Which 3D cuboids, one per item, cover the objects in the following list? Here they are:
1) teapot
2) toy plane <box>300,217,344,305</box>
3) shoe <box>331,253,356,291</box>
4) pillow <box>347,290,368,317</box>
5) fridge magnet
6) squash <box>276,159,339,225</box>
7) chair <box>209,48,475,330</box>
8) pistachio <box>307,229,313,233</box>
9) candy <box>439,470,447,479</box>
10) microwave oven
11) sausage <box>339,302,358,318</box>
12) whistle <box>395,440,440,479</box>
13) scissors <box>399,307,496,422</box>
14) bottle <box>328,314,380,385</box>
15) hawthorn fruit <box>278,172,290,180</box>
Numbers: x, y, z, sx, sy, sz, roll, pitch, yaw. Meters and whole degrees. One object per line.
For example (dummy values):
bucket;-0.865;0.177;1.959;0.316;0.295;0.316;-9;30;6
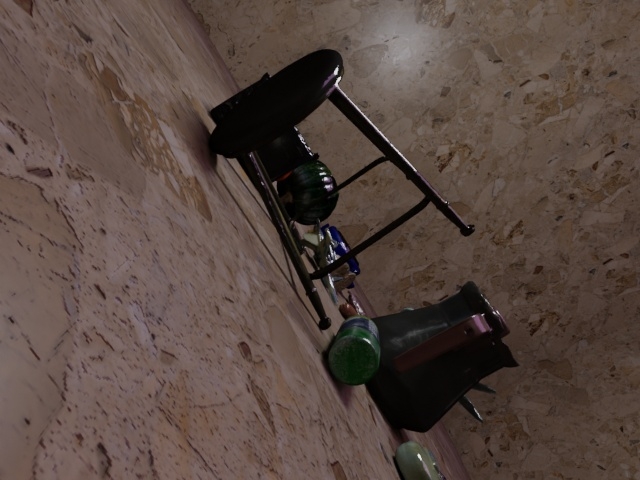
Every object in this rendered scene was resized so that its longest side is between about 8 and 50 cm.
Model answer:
teapot;0.282;0.268;1.345;0.305;0.362;0.376;61;5;19
toy plane;0.023;0.068;1.637;0.262;0.088;0.192;65;-22;19
shoe;0.048;0.099;1.806;0.092;0.089;0.180;48;-5;30
pillow;0.148;0.268;2.044;0.185;0.043;0.118;61;2;20
fridge magnet;0.058;0.053;1.989;0.265;0.113;0.265;60;3;-6
squash;-0.041;-0.150;1.700;0.173;0.218;0.218;6;42;-37
chair;0.009;-0.137;1.146;0.410;0.365;0.362;52;7;-27
pistachio;0.000;0.000;2.138;0.089;0.049;0.173;62;4;36
candy;0.285;0.588;1.279;0.226;0.051;0.094;59;7;-3
microwave oven;-0.142;-0.274;1.425;0.247;0.178;0.188;59;1;-8
sausage;0.101;0.238;1.683;0.186;0.043;0.043;55;6;-50
whistle;0.197;0.459;1.011;0.126;0.067;0.258;57;6;-16
scissors;0.327;0.366;1.555;0.029;0.255;0.383;6;13;-38
bottle;0.071;0.208;1.084;0.093;0.093;0.330;60;4;4
hawthorn fruit;-0.139;-0.235;1.598;0.133;0.133;0.137;18;57;-85
